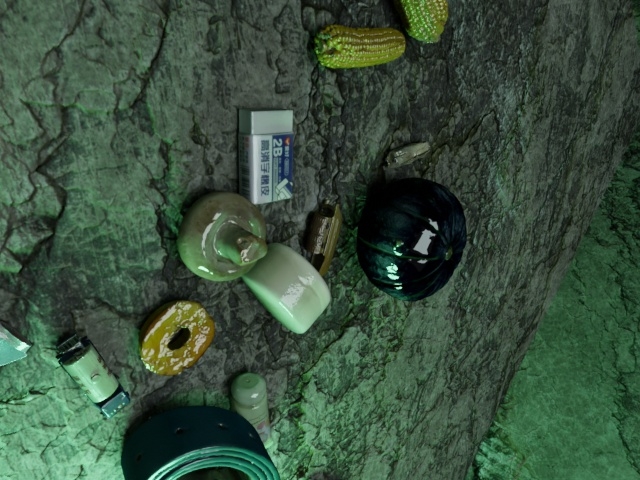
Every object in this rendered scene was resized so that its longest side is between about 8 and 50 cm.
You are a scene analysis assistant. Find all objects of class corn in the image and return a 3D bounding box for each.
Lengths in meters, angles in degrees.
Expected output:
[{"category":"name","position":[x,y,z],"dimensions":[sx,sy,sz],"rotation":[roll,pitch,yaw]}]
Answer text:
[{"category":"corn","position":[0.239,-0.660,1.316],"dimensions":[0.130,0.130,0.347],"rotation":[-52,134,-16]},{"category":"corn","position":[0.110,-0.483,1.282],"dimensions":[0.313,0.102,0.102],"rotation":[-17,118,-39]}]

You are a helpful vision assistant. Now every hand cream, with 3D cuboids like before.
[{"category":"hand cream","position":[-0.195,0.494,1.406],"dimensions":[0.147,0.093,0.306],"rotation":[-21,129,-33]}]

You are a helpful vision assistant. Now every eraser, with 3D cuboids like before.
[{"category":"eraser","position":[-0.127,-0.197,1.189],"dimensions":[0.124,0.068,0.210],"rotation":[-14,115,-40]}]

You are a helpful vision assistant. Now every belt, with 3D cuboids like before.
[{"category":"belt","position":[-0.276,0.580,1.251],"dimensions":[0.300,0.173,0.436],"rotation":[-42,134,-3]}]

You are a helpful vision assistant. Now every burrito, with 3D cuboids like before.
[{"category":"burrito","position":[0.265,-0.262,1.568],"dimensions":[0.188,0.045,0.058],"rotation":[-23,97,-34]}]

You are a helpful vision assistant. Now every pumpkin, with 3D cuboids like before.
[{"category":"pumpkin","position":[0.274,-0.007,1.524],"dimensions":[0.363,0.266,0.364],"rotation":[-20,118,-43]}]

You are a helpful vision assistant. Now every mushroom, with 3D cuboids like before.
[{"category":"mushroom","position":[-0.196,-0.001,1.106],"dimensions":[0.204,0.204,0.204],"rotation":[-19,119,-39]}]

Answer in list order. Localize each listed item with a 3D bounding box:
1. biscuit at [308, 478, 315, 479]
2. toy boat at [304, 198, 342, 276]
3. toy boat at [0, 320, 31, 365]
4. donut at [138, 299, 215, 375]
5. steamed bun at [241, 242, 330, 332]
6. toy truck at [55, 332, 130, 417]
[{"category":"biscuit","position":[-0.027,0.917,1.769],"dimensions":[0.188,0.040,0.266],"rotation":[-21,122,-38]},{"category":"toy boat","position":[0.000,0.000,1.401],"dimensions":[0.088,0.068,0.226],"rotation":[5,106,-41]},{"category":"toy boat","position":[-0.598,0.209,0.922],"dimensions":[0.122,0.034,0.096],"rotation":[-42,132,-13]},{"category":"donut","position":[-0.332,0.214,1.160],"dimensions":[0.178,0.065,0.162],"rotation":[-38,125,-26]},{"category":"steamed bun","position":[-0.074,0.129,1.306],"dimensions":[0.146,0.164,0.242],"rotation":[-49,133,-20]},{"category":"toy truck","position":[-0.458,0.272,1.039],"dimensions":[0.074,0.088,0.202],"rotation":[-39,130,-29]}]
